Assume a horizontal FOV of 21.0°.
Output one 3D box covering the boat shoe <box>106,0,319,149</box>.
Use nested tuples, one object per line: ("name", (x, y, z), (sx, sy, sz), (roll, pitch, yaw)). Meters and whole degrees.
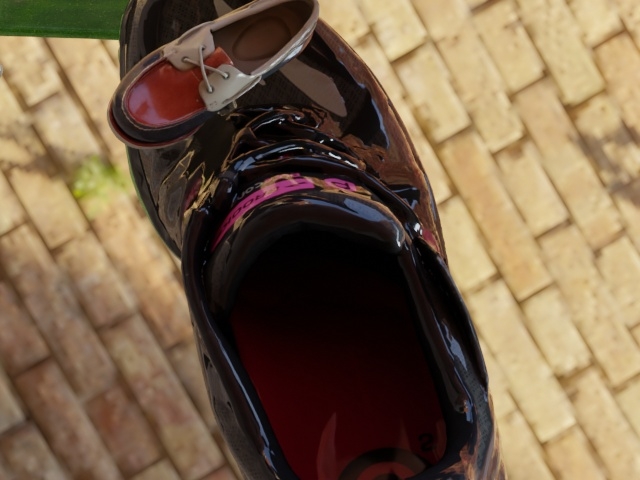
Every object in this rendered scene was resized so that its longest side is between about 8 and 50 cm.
("boat shoe", (-0.056, -0.094, 0.924), (0.049, 0.137, 0.043), (57, -33, 0))

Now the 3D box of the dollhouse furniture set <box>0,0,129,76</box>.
("dollhouse furniture set", (-0.224, -0.223, 1.336), (0.301, 0.151, 0.197), (144, -61, -61))

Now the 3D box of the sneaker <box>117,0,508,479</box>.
("sneaker", (0.000, 0.000, 0.978), (0.202, 0.185, 0.483), (85, -16, -55))
